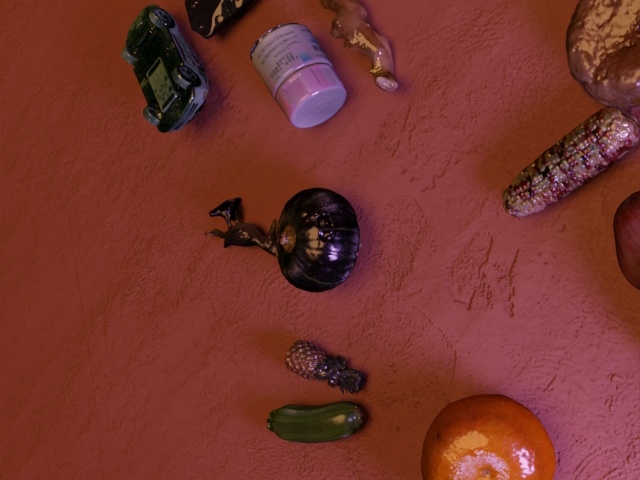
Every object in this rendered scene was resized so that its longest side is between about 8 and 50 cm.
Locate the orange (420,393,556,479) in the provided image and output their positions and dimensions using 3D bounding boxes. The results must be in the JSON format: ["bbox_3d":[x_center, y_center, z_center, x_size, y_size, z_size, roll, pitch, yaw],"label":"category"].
[{"bbox_3d":[0.275,0.359,1.601,0.224,0.170,0.224,3,100,16],"label":"orange"}]

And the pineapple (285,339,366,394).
[{"bbox_3d":[0.011,0.246,1.852,0.159,0.074,0.074,21,100,25],"label":"pineapple"}]

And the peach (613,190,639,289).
[{"bbox_3d":[0.514,-0.009,1.485,0.152,0.152,0.152,-2,87,34],"label":"peach"}]

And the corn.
[{"bbox_3d":[0.404,-0.123,1.586,0.253,0.086,0.086,-40,67,29],"label":"corn"}]

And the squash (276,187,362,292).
[{"bbox_3d":[-0.005,-0.001,1.822,0.193,0.155,0.193,20,118,43],"label":"squash"}]

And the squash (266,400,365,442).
[{"bbox_3d":[-0.011,0.347,1.858,0.219,0.068,0.077,-8,95,34],"label":"squash"}]

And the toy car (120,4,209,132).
[{"bbox_3d":[-0.318,-0.362,2.070,0.136,0.125,0.306,-45,53,30],"label":"toy car"}]

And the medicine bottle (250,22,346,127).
[{"bbox_3d":[-0.042,-0.315,1.870,0.135,0.135,0.168,-40,66,27],"label":"medicine bottle"}]

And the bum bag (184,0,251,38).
[{"bbox_3d":[-0.178,-0.523,2.019,0.248,0.060,0.123,-37,69,26],"label":"bum bag"}]

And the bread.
[{"bbox_3d":[0.496,-0.316,1.507,0.230,0.123,0.230,-3,85,36],"label":"bread"}]

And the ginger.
[{"bbox_3d":[0.071,-0.382,1.833,0.089,0.075,0.288,-28,66,6],"label":"ginger"}]

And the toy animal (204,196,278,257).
[{"bbox_3d":[-0.154,-0.015,1.988,0.202,0.070,0.105,26,115,30],"label":"toy animal"}]
